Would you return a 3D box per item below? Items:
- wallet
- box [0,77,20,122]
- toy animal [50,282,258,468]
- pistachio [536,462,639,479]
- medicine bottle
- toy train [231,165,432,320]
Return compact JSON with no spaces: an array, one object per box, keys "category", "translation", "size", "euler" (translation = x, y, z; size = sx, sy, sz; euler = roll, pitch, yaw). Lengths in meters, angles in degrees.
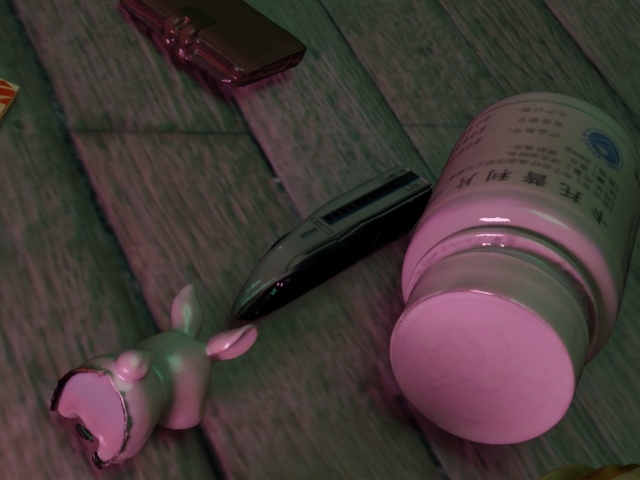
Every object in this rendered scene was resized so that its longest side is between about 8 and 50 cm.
[{"category":"wallet","translation":[-0.100,-0.194,1.269],"size":[0.153,0.038,0.118],"euler":[40,36,18]},{"category":"box","translation":[-0.285,-0.119,1.079],"size":[0.093,0.015,0.058],"euler":[24,36,-7]},{"category":"toy animal","translation":[-0.110,0.089,0.915],"size":[0.071,0.085,0.124],"euler":[29,28,28]},{"category":"pistachio","translation":[0.183,0.220,0.903],"size":[0.157,0.157,0.229],"euler":[43,34,16]},{"category":"medicine bottle","translation":[0.154,0.015,1.091],"size":[0.170,0.170,0.293],"euler":[30,38,0]},{"category":"toy train","translation":[0.000,0.001,1.099],"size":[0.048,0.055,0.252],"euler":[43,38,16]}]
